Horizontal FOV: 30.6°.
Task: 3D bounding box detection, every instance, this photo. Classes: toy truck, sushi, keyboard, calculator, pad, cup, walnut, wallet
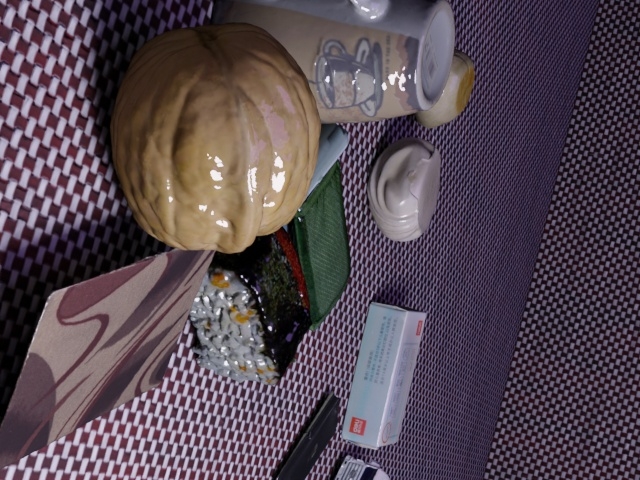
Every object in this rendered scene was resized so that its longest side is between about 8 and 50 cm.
[{"bbox_3d":[0.084,0.504,2.193,0.227,0.114,0.098,80,30,-44],"label":"toy truck"},{"bbox_3d":[-0.092,0.077,1.476,0.126,0.136,0.225,-58,151,-45],"label":"sushi"},{"bbox_3d":[-0.023,0.352,1.960,0.230,0.025,0.093,-52,148,-49],"label":"keyboard"},{"bbox_3d":[-0.062,-0.086,1.463,0.246,0.141,0.045,-54,135,-47],"label":"calculator"},{"bbox_3d":[-0.221,0.113,1.250,0.330,0.004,0.220,-24,141,-63],"label":"pad"},{"bbox_3d":[0.016,-0.268,1.406,0.301,0.257,0.227,58,46,-59],"label":"cup"},{"bbox_3d":[-0.110,-0.102,1.231,0.225,0.225,0.261,-55,158,-45],"label":"walnut"},{"bbox_3d":[-0.003,0.000,1.772,0.160,0.055,0.236,-64,153,-49],"label":"wallet"}]

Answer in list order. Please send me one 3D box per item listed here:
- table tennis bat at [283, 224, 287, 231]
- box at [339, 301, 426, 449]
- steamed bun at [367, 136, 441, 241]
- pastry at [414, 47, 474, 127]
[{"bbox_3d":[-0.074,-0.013,1.618,0.149,0.038,0.237,-6,111,-69],"label":"table tennis bat"},{"bbox_3d":[0.118,0.252,2.191,0.135,0.079,0.269,11,91,-68],"label":"box"},{"bbox_3d":[0.141,-0.088,2.029,0.183,0.106,0.183,13,90,-73],"label":"steamed bun"},{"bbox_3d":[0.226,-0.282,2.162,0.156,0.092,0.156,-46,147,-43],"label":"pastry"}]
